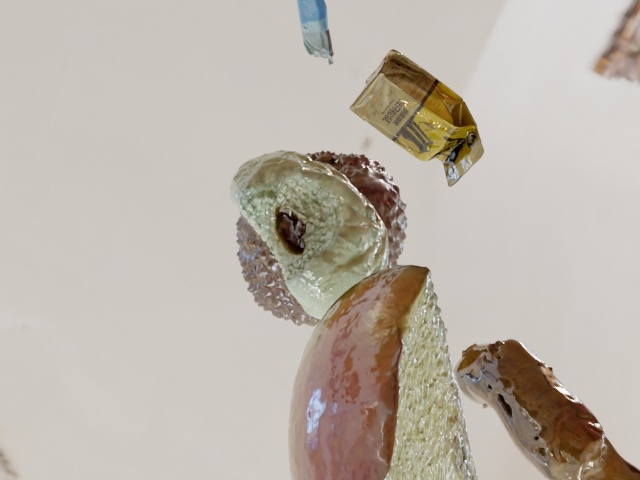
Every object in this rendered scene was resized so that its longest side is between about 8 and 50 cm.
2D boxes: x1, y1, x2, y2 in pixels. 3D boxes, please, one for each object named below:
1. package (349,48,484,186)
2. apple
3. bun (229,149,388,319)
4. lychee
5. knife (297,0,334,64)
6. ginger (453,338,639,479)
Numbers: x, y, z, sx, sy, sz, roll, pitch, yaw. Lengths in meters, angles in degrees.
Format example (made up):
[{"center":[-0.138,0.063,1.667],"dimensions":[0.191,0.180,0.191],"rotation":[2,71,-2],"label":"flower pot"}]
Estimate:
[{"center":[0.098,-0.118,1.259],"dimensions":[0.131,0.071,0.047],"rotation":[36,-127,-1],"label":"package"},{"center":[0.059,0.201,1.183],"dimensions":[0.179,0.346,0.254],"rotation":[-22,-149,-16],"label":"apple"},{"center":[-0.003,-0.014,1.473],"dimensions":[0.212,0.126,0.204],"rotation":[52,-176,-11],"label":"bun"},{"center":[0.000,0.000,1.971],"dimensions":[0.267,0.267,0.267],"rotation":[24,-161,-9],"label":"lychee"},{"center":[-0.022,-0.381,1.777],"dimensions":[0.044,0.297,0.026],"rotation":[6,-153,33],"label":"knife"},{"center":[0.268,0.215,1.614],"dimensions":[0.107,0.133,0.309],"rotation":[-31,-139,-13],"label":"ginger"}]
